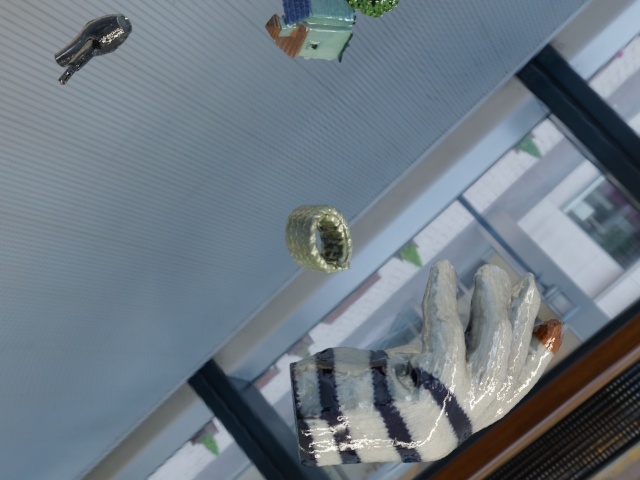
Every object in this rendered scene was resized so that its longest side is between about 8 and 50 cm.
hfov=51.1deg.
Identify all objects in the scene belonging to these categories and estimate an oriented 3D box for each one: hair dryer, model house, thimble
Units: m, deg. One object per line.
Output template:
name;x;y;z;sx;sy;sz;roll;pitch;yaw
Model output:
hair dryer;-0.491;-0.368;1.355;0.196;0.219;0.075;-19;125;25
model house;-0.030;-0.376;1.137;0.149;0.119;0.148;-6;166;-20
thimble;0.000;0.000;0.971;0.084;0.062;0.110;-48;124;-29

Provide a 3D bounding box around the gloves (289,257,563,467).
gloves;0.087;0.104;0.508;0.219;0.131;0.140;-7;138;-5

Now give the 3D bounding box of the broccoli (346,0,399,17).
broccoli;0.030;-0.263;0.465;0.156;0.195;0.195;-16;175;43
